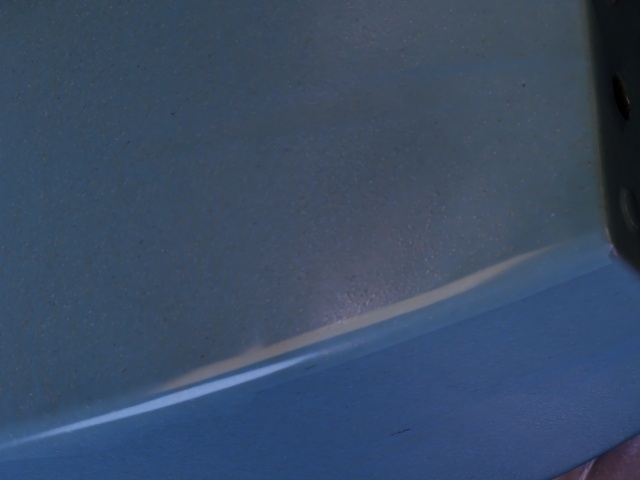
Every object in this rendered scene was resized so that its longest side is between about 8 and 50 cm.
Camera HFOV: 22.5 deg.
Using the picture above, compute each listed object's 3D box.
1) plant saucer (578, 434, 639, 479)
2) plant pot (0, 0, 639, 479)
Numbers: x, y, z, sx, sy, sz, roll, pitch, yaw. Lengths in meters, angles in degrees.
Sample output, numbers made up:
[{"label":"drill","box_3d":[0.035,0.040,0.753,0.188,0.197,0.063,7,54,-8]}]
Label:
[{"label":"plant saucer","box_3d":[0.149,0.107,0.467,0.168,0.029,0.168,-8,76,34]},{"label":"plant pot","box_3d":[0.000,0.000,0.507,0.234,0.165,0.166,-16,61,28]}]
